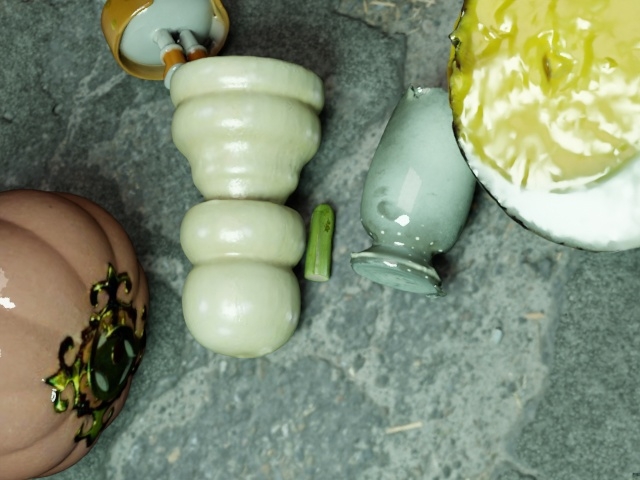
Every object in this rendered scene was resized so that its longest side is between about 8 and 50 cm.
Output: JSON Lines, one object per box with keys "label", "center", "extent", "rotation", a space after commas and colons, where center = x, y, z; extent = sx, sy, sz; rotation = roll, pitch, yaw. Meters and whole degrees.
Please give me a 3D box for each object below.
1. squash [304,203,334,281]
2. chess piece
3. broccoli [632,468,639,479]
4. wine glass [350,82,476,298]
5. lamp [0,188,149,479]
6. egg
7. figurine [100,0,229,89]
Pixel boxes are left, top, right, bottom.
{"label": "squash", "center": [0.000, 0.000, 1.988], "extent": [0.027, 0.027, 0.083], "rotation": [-1, 71, 18]}
{"label": "chess piece", "center": [-0.079, -0.029, 1.958], "extent": [0.167, 0.167, 0.300], "rotation": [-4, 73, 17]}
{"label": "broccoli", "center": [0.461, 0.229, 1.619], "extent": [0.375, 0.302, 0.249], "rotation": [20, 39, 29]}
{"label": "wine glass", "center": [0.101, -0.051, 1.926], "extent": [0.111, 0.111, 0.204], "rotation": [11, 78, 22]}
{"label": "lamp", "center": [-0.313, 0.090, 1.910], "extent": [0.239, 0.305, 0.305], "rotation": [17, 77, 22]}
{"label": "egg", "center": [0.291, -0.164, 1.853], "extent": [0.337, 0.201, 0.337], "rotation": [3, 98, 20]}
{"label": "figurine", "center": [-0.188, -0.277, 2.096], "extent": [0.143, 0.143, 0.271], "rotation": [-21, 67, 11]}
